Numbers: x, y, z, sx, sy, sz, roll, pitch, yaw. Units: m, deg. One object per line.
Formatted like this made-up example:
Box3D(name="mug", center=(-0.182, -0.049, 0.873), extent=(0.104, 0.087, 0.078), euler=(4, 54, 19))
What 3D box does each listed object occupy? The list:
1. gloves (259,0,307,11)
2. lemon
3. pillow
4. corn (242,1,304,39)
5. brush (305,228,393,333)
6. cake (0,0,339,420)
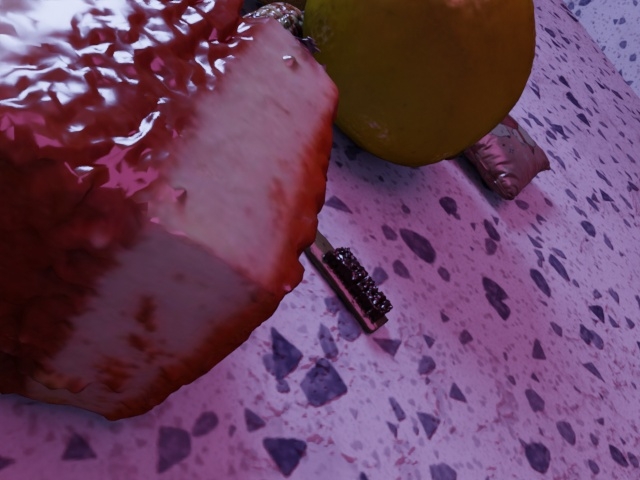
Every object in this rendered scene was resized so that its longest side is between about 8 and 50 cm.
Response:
Box3D(name="gloves", center=(-0.032, -0.465, 1.005), extent=(0.356, 0.155, 0.203), euler=(-2, 66, -13))
Box3D(name="lemon", center=(0.138, -0.277, 0.882), extent=(0.348, 0.348, 0.348), euler=(23, 43, -24))
Box3D(name="pillow", center=(0.317, -0.190, 1.150), extent=(0.236, 0.084, 0.223), euler=(51, 37, 4))
Box3D(name="corn", center=(-0.096, -0.266, 0.861), extent=(0.086, 0.086, 0.253), euler=(41, 41, -4))
Box3D(name="brush", center=(0.000, 0.000, 0.741), extent=(0.248, 0.036, 0.043), euler=(52, 35, 10))
Box3D(name="cake", center=(-0.179, -0.055, 0.445), extent=(0.319, 0.270, 0.269), euler=(32, 40, -15))
